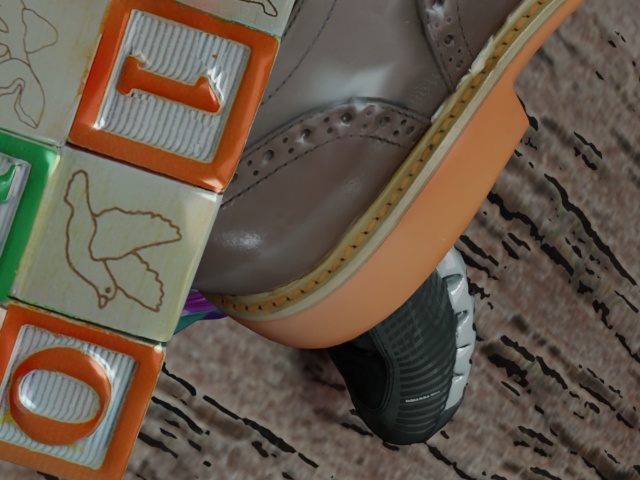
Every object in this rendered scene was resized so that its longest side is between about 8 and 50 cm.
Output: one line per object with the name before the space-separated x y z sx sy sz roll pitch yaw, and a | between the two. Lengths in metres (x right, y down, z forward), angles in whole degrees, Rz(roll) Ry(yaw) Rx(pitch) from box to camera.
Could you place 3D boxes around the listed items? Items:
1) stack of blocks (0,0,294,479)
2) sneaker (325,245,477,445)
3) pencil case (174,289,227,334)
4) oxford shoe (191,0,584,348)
stack of blocks | -0.086 -0.105 0.497 0.171 0.087 0.297 18 102 -11
sneaker | 0.000 0.000 0.770 0.106 0.078 0.234 -33 133 -30
pencil case | -0.096 0.031 0.673 0.151 0.070 0.064 -32 136 -36
oxford shoe | 0.041 -0.142 0.605 0.132 0.130 0.364 29 90 -44
